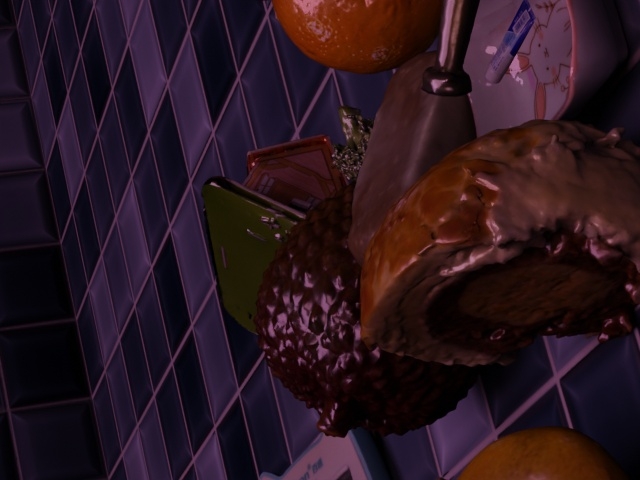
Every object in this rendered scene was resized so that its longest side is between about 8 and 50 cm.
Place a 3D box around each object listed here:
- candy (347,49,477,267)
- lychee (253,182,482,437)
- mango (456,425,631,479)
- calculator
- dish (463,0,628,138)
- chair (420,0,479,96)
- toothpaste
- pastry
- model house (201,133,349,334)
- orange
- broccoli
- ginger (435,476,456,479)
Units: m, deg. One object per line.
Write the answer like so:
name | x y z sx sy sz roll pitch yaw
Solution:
candy | 0.098 -0.062 1.685 0.102 0.104 0.234 -16 44 46
lychee | 0.055 0.061 1.809 0.236 0.236 0.271 145 139 -69
mango | 0.183 0.326 1.533 0.253 0.182 0.364 13 112 41
calculator | 0.026 0.398 2.156 0.256 0.054 0.386 -49 42 42
dish | 0.184 -0.159 1.572 0.212 0.077 0.151 128 130 -63
chair | 0.179 -0.322 1.143 0.364 0.362 0.410 -142 53 -65
toothpaste | 0.154 -0.158 1.522 0.083 0.015 0.024 115 144 -47
pastry | 0.149 -0.003 1.511 0.256 0.237 0.170 124 146 -63
model house | -0.001 0.000 2.105 0.207 0.154 0.294 24 151 17
orange | 0.041 -0.246 1.800 0.155 0.178 0.177 -40 58 54
broccoli | 0.048 -0.102 1.997 0.095 0.097 0.092 -19 83 39
ginger | 0.149 0.355 1.805 0.219 0.123 0.270 79 -165 -52
